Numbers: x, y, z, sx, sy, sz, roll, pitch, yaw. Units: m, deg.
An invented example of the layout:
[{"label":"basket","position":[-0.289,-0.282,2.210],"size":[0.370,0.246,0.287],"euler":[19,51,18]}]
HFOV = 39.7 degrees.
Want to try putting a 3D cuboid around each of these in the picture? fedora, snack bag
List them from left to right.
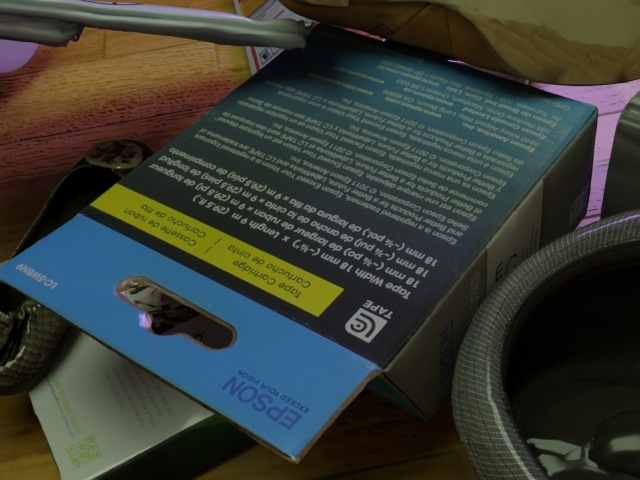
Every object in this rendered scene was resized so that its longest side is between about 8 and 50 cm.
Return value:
[{"label":"snack bag","position":[-0.209,-0.175,0.720],"size":[0.342,0.037,0.323],"euler":[1,11,-17]},{"label":"fedora","position":[0.213,0.104,0.513],"size":[0.275,0.124,0.244],"euler":[-14,55,-5]}]

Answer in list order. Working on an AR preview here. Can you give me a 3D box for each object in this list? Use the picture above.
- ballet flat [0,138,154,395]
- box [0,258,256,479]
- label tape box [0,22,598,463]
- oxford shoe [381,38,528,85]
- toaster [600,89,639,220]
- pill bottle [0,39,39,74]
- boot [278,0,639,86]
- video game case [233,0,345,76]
[{"label":"ballet flat","position":[-0.189,0.000,0.658],"size":[0.084,0.058,0.250],"euler":[9,48,17]},{"label":"box","position":[-0.072,0.043,0.680],"size":[0.322,0.058,0.232],"euler":[-26,48,-15]},{"label":"label tape box","position":[0.000,0.000,0.593],"size":[0.240,0.106,0.333],"euler":[24,52,30]},{"label":"oxford shoe","position":[0.148,-0.235,0.871],"size":[0.169,0.130,0.449],"euler":[6,45,16]},{"label":"toaster","position":[0.286,-0.042,0.633],"size":[0.110,0.168,0.185],"euler":[28,54,34]},{"label":"pill bottle","position":[-0.473,-0.272,0.957],"size":[0.333,0.188,0.188],"euler":[13,49,20]},{"label":"boot","position":[0.104,-0.192,0.667],"size":[0.295,0.104,0.211],"euler":[10,17,-1]},{"label":"video game case","position":[-0.012,-0.306,0.962],"size":[0.204,0.025,0.285],"euler":[-37,42,20]}]
